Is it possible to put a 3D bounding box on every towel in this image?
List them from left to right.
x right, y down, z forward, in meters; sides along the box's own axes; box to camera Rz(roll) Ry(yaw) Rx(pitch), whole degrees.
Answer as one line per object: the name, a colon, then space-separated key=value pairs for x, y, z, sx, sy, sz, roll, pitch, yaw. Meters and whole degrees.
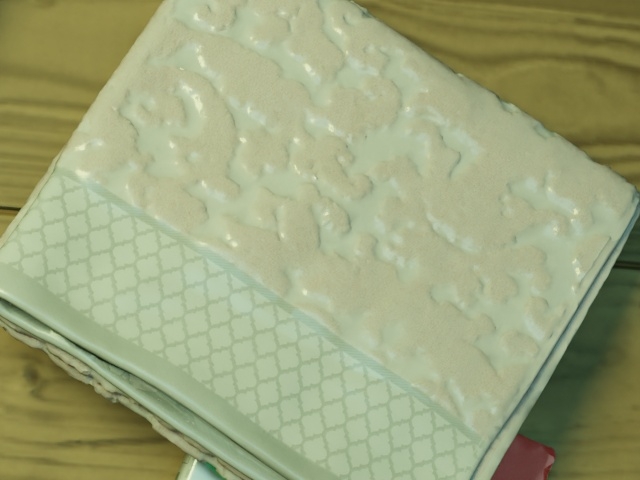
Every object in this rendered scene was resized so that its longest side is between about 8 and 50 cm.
towel: x=0.000 y=0.000 z=1.137 sx=0.332 sy=0.053 sz=0.317 roll=33 pitch=63 yaw=-4

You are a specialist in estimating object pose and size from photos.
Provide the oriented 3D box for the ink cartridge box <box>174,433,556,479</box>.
ink cartridge box: x=0.023 y=0.168 z=1.158 sx=0.225 sy=0.056 sz=0.181 roll=23 pitch=80 yaw=-4
